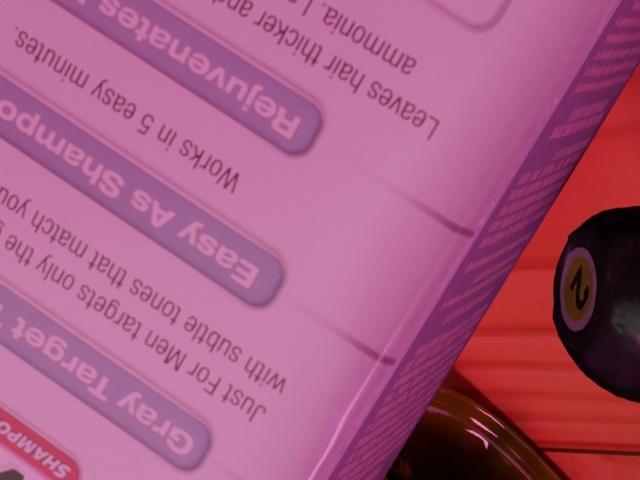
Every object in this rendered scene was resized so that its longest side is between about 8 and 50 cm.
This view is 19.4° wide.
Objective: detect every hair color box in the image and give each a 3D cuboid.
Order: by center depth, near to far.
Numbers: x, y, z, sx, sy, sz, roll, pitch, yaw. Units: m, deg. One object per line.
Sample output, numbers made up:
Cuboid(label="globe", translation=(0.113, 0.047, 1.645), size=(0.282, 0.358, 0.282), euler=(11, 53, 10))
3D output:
Cuboid(label="hair color box", translation=(-0.010, -0.076, 0.506), size=(0.185, 0.113, 0.374), euler=(33, 105, 11))

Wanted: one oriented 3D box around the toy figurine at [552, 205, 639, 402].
Cuboid(label="toy figurine", translation=(0.190, 0.052, 0.533), size=(0.210, 0.148, 0.213), euler=(2, 119, 39))

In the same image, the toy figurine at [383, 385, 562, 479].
Cuboid(label="toy figurine", translation=(0.088, 0.258, 0.742), size=(0.362, 0.191, 0.217), euler=(44, 142, 8))
